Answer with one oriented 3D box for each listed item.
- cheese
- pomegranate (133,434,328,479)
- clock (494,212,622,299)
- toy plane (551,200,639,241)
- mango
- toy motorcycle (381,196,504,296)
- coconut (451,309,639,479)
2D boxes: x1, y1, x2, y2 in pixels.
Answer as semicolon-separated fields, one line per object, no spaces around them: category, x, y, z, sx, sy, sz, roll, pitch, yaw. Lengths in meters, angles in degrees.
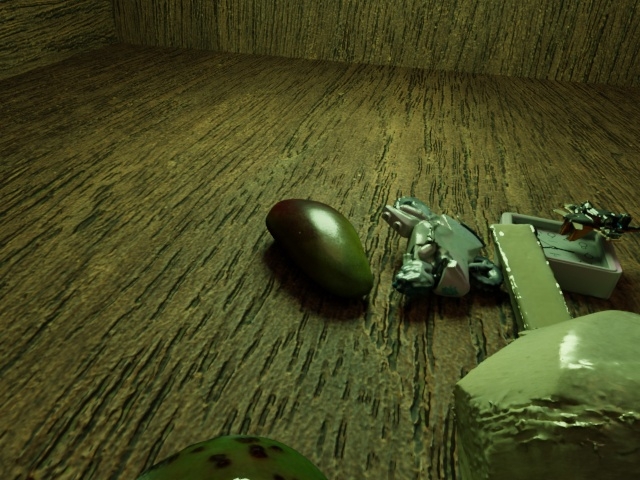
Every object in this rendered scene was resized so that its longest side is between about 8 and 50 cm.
cheese;0.332;0.115;0.645;0.085;0.034;0.401;0;44;4
pomegranate;-0.035;0.268;0.303;0.305;0.243;0.242;13;30;-22
clock;0.438;0.021;0.818;0.197;0.063;0.150;13;36;15
toy plane;0.523;-0.035;0.792;0.188;0.062;0.135;-3;34;-8
mango;0.000;0.000;0.775;0.133;0.111;0.267;-10;40;-37
toy motorcycle;0.183;0.021;0.757;0.204;0.108;0.239;-25;43;-34
coconut;0.246;0.195;0.400;0.244;0.247;0.245;13;61;-25
